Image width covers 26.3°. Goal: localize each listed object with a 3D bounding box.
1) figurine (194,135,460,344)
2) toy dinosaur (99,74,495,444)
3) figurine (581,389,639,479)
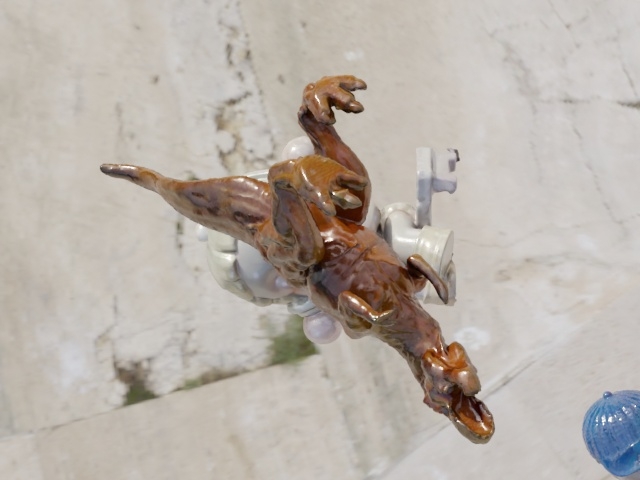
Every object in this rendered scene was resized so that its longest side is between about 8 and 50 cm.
[{"bbox_3d":[0.001,-0.010,1.268,0.256,0.182,0.144,2,47,8],"label":"figurine"},{"bbox_3d":[-0.015,-0.025,1.033,0.432,0.097,0.208,40,145,29],"label":"toy dinosaur"},{"bbox_3d":[0.293,0.195,1.218,0.086,0.149,0.087,-10,46,41],"label":"figurine"}]
